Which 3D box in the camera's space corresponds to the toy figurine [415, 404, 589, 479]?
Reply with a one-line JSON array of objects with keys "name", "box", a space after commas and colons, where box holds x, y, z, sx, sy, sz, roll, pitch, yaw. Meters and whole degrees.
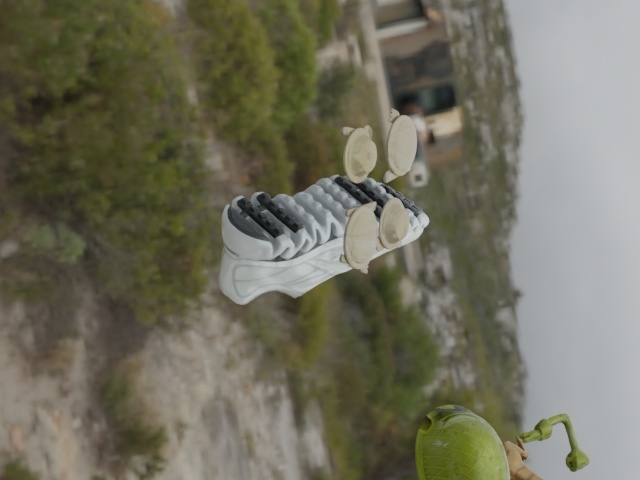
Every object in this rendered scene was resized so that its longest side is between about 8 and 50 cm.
[{"name": "toy figurine", "box": [0.204, 0.292, 1.062, 0.217, 0.191, 0.362, 117, -31, -67]}]

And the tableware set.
[{"name": "tableware set", "box": [0.059, -0.051, 1.289, 0.141, 0.020, 0.168, -10, 105, -57]}]

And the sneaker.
[{"name": "sneaker", "box": [0.000, 0.000, 1.463, 0.110, 0.292, 0.118, 44, -50, 37]}]

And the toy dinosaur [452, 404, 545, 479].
[{"name": "toy dinosaur", "box": [0.241, 0.284, 1.573, 0.064, 0.211, 0.112, -62, 154, 1]}]
